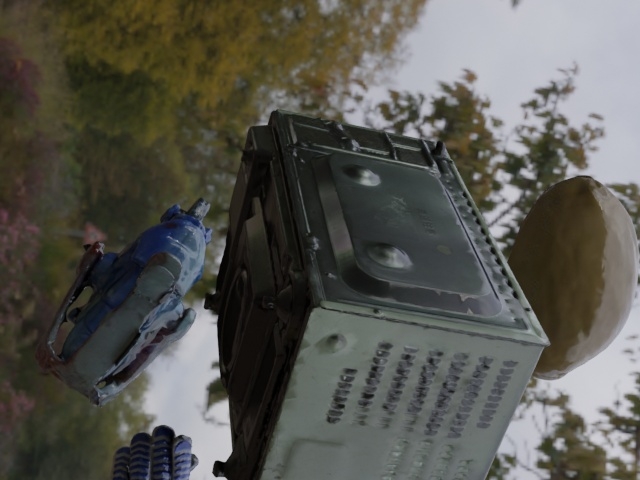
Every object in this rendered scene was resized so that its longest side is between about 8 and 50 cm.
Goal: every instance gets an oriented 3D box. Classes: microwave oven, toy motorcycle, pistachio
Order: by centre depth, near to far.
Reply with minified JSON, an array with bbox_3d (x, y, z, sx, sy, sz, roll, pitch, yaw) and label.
[{"bbox_3d":[0.019,0.090,1.056,0.394,0.247,0.332,-105,-154,-58],"label":"microwave oven"},{"bbox_3d":[0.345,0.055,1.390,0.162,0.182,0.292,-57,156,-77],"label":"pistachio"},{"bbox_3d":[-0.248,0.092,1.419,0.319,0.182,0.241,-52,-143,9],"label":"toy motorcycle"}]

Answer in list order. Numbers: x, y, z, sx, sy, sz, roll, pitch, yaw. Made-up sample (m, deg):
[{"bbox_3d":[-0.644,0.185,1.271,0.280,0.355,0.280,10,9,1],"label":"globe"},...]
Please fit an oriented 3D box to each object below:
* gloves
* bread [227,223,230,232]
[{"bbox_3d":[-0.231,0.325,1.260,0.097,0.119,0.229,41,-69,24],"label":"gloves"},{"bbox_3d":[0.000,0.000,1.908,0.198,0.236,0.263,-15,-71,46],"label":"bread"}]
